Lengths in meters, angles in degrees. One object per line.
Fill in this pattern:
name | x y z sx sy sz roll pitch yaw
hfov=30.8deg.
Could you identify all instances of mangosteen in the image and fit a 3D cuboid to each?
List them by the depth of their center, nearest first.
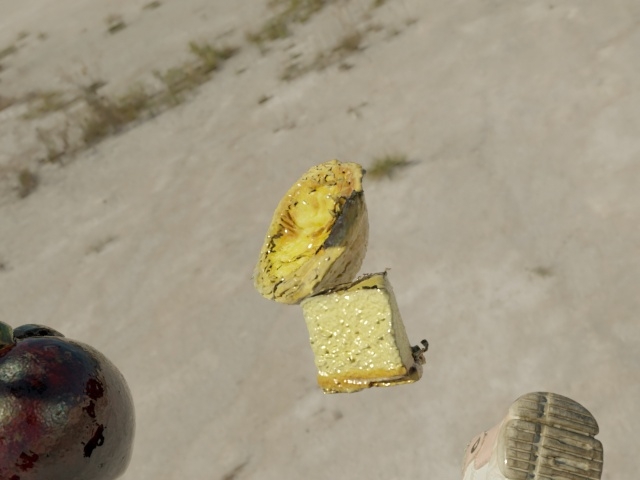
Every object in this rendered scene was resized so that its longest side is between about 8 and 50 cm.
mangosteen | -0.403 0.247 1.609 0.300 0.300 0.300 -22 24 11

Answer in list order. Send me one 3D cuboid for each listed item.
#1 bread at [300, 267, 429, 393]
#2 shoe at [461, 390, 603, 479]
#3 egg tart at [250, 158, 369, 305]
bread | 0.052 0.126 1.483 0.152 0.147 0.127 -17 5 10
shoe | 0.256 0.382 1.507 0.198 0.172 0.351 126 166 -66
egg tart | 0.000 0.000 1.616 0.252 0.098 0.231 -37 37 43
